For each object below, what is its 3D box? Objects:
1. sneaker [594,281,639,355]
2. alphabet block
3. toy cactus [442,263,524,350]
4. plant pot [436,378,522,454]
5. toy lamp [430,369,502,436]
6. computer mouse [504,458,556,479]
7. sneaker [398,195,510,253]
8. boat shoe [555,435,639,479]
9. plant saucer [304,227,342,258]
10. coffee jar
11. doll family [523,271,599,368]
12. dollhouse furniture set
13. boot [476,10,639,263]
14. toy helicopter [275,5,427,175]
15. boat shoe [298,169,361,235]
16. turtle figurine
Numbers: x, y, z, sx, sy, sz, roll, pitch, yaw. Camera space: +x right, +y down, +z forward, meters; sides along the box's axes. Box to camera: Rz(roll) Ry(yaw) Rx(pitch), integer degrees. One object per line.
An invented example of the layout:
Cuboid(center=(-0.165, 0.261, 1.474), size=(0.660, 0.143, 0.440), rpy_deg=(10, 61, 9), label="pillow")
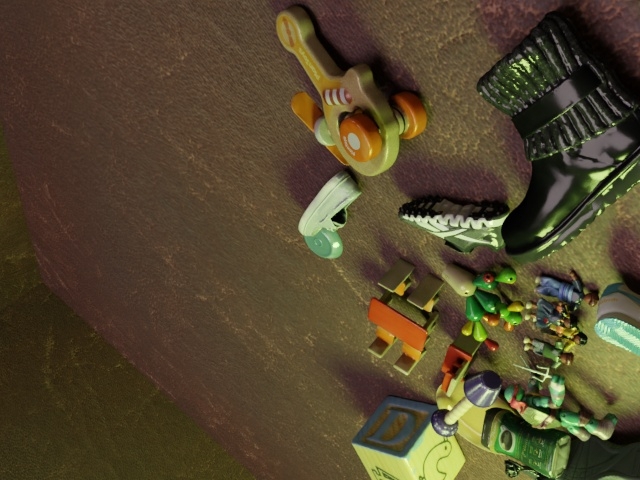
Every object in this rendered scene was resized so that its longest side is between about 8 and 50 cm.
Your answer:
Cuboid(center=(0.559, 0.154, 1.062), size=(0.229, 0.092, 0.087), rpy_deg=(32, 145, -12), label="sneaker")
Cuboid(center=(0.234, 0.560, 1.708), size=(0.193, 0.192, 0.197), rpy_deg=(0, 124, 49), label="alphabet block")
Cuboid(center=(0.315, 0.119, 1.284), size=(0.180, 0.112, 0.219), rpy_deg=(40, 154, 28), label="toy cactus")
Cuboid(center=(0.388, 0.416, 1.541), size=(0.236, 0.032, 0.236), rpy_deg=(28, 141, 25), label="plant pot")
Cuboid(center=(0.332, 0.369, 1.463), size=(0.080, 0.080, 0.274), rpy_deg=(39, 147, 12), label="toy lamp")
Cuboid(center=(0.539, 0.571, 1.466), size=(0.262, 0.060, 0.184), rpy_deg=(17, 166, 16), label="computer mouse")
Cuboid(center=(0.251, -0.022, 1.220), size=(0.234, 0.078, 0.106), rpy_deg=(7, 126, 40), label="sneaker")
Cuboid(center=(0.599, 0.462, 1.277), size=(0.103, 0.118, 0.320), rpy_deg=(39, 149, -10), label="boat shoe")
Cuboid(center=(0.000, 0.000, 1.559), size=(0.119, 0.021, 0.119), rpy_deg=(28, 141, 25), label="plant saucer")
Cuboid(center=(0.435, 0.429, 1.383), size=(0.184, 0.079, 0.096), rpy_deg=(14, 99, 46), label="coffee jar")
Cuboid(center=(0.444, 0.147, 1.185), size=(0.111, 0.076, 0.193), rpy_deg=(21, 134, 40), label="doll family")
Cuboid(center=(0.216, 0.214, 1.436), size=(0.259, 0.135, 0.262), rpy_deg=(30, 142, 24), label="dollhouse furniture set")
Cuboid(center=(0.325, -0.143, 0.972), size=(0.260, 0.131, 0.348), rpy_deg=(39, 134, 1), label="boot")
Cuboid(center=(0.023, -0.276, 1.209), size=(0.355, 0.140, 0.235), rpy_deg=(57, 155, 5), label="toy helicopter")
Cuboid(center=(0.021, -0.061, 1.427), size=(0.081, 0.079, 0.227), rpy_deg=(47, 142, 9), label="boat shoe")
Cuboid(center=(0.454, 0.322, 1.285), size=(0.234, 0.118, 0.175), rpy_deg=(29, 176, -2), label="turtle figurine")
